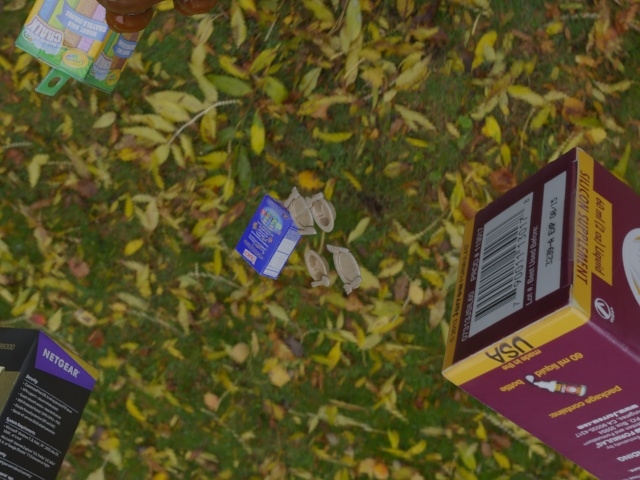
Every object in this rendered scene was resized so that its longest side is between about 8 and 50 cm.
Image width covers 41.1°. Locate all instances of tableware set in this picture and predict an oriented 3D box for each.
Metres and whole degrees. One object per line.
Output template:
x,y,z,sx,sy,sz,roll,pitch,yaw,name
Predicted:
0.000,0.000,1.209,0.141,0.020,0.168,-12,100,63,tableware set

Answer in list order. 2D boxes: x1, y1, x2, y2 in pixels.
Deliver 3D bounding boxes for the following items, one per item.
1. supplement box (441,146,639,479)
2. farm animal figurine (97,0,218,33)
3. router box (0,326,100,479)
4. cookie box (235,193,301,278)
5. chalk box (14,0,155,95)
0.160,0.058,0.417,0.188,0.104,0.081,34,136,-18,supplement box
-0.123,-0.296,0.457,0.327,0.172,0.330,8,88,-22,farm animal figurine
-0.354,0.187,0.678,0.309,0.242,0.081,-1,147,29,router box
-0.080,-0.006,1.383,0.040,0.092,0.107,22,104,-43,cookie box
-0.386,-0.324,1.373,0.132,0.132,0.213,28,95,4,chalk box
